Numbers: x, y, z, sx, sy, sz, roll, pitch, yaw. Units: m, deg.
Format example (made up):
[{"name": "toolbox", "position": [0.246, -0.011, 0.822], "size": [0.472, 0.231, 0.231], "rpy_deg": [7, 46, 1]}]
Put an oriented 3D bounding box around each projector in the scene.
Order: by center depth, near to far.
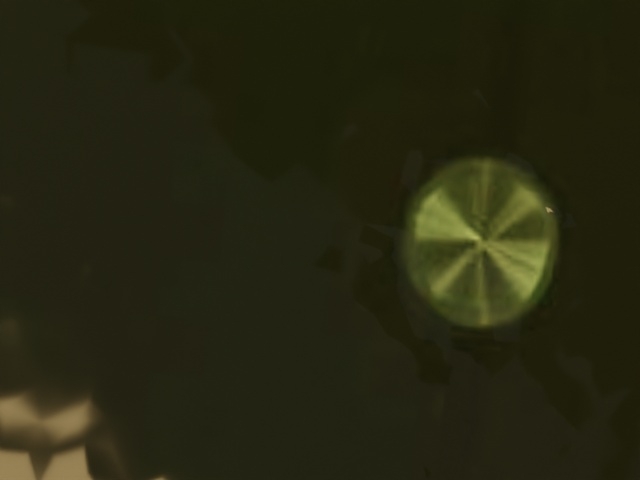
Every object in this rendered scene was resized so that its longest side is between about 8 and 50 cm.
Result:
[{"name": "projector", "position": [0.000, 0.000, 0.661], "size": [0.405, 0.242, 0.395], "rpy_deg": [8, 89, -21]}]
